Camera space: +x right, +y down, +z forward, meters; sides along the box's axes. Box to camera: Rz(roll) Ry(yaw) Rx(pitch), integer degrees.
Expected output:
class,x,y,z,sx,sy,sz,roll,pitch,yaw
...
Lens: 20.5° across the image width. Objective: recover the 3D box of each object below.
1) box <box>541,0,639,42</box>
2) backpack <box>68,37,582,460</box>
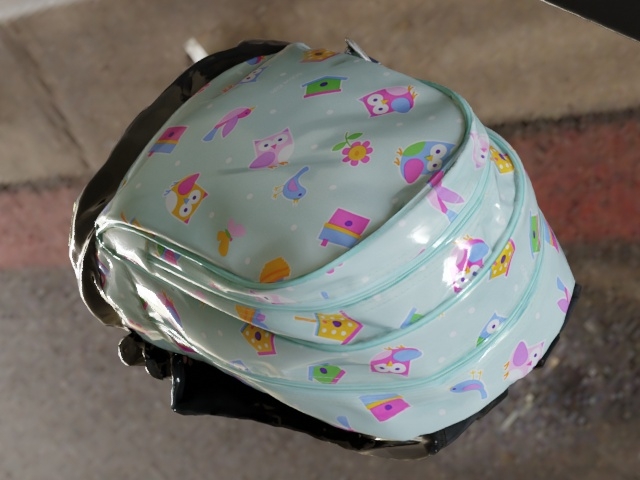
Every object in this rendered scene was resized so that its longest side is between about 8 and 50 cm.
class,x,y,z,sx,sy,sz,roll,pitch,yaw
box,0.261,-0.169,1.016,0.184,0.261,0.103,28,118,36
backpack,0.000,0.000,0.643,0.182,0.152,0.115,26,162,46
